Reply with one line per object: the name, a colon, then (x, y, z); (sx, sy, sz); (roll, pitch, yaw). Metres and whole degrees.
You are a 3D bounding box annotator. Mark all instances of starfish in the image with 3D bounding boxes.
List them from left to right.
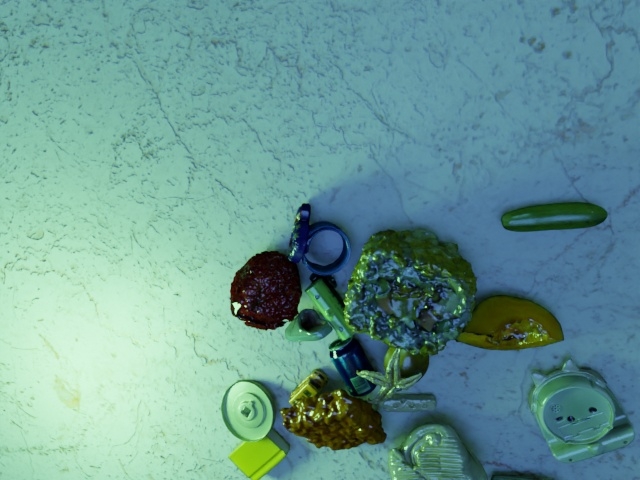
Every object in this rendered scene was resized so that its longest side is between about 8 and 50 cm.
starfish: (0.210, 0.453, 1.616); (0.247, 0.050, 0.138); (-41, 87, 30)

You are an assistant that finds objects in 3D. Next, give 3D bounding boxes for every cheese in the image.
cheese: (0.318, 0.586, 1.776); (0.194, 0.043, 0.064); (-7, 109, 13)

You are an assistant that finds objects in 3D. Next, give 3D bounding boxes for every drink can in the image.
drink can: (0.115, 0.441, 1.739); (0.118, 0.118, 0.204); (-24, 99, 18)

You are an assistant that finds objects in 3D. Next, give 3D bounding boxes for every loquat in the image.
loquat: (0.294, 0.405, 1.669); (0.152, 0.152, 0.195); (13, 109, 9)

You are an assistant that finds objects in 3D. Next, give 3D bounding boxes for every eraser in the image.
eraser: (-0.243, 0.841, 1.961); (0.158, 0.069, 0.226); (44, 110, -1)

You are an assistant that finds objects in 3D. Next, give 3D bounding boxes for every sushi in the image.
sushi: (0.284, 0.149, 1.551); (0.397, 0.240, 0.351); (19, 110, 10)

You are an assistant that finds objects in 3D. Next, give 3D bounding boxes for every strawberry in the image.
strawberry: (-0.194, 0.175, 1.664); (0.274, 0.220, 0.274); (2, 94, 24)

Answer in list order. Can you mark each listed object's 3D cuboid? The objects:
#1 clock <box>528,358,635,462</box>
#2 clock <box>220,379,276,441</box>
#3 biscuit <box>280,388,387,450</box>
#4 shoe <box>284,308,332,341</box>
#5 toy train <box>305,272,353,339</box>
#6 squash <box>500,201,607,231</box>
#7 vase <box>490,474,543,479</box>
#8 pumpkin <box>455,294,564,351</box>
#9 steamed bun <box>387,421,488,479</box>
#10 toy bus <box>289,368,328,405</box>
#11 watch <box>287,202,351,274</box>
clock: (0.827, 0.549, 1.613); (0.265, 0.108, 0.324); (-30, 97, 19)
clock: (-0.282, 0.657, 1.901); (0.235, 0.029, 0.234); (0, 89, 22)
biscuit: (0.057, 0.651, 1.766); (0.312, 0.110, 0.318); (-21, 132, 25)
shoe: (-0.053, 0.287, 1.693); (0.251, 0.103, 0.100); (-12, 99, 57)
toy train: (0.041, 0.222, 1.670); (0.105, 0.157, 0.253); (-36, 93, 17)
squash: (0.692, -0.070, 1.478); (0.293, 0.082, 0.082); (-4, 105, 15)
vase: (0.724, 0.894, 1.732); (0.248, 0.128, 0.128); (10, 108, 19)
pumpkin: (0.595, 0.272, 1.598); (0.313, 0.169, 0.148); (6, 66, 8)
steamed bun: (0.405, 0.822, 1.739); (0.310, 0.219, 0.324); (-38, 70, 5)
toy bus: (-0.044, 0.554, 1.830); (0.070, 0.074, 0.162); (41, 111, 0)
watch: (-0.002, 0.008, 1.629); (0.200, 0.171, 0.196); (16, 108, -8)
